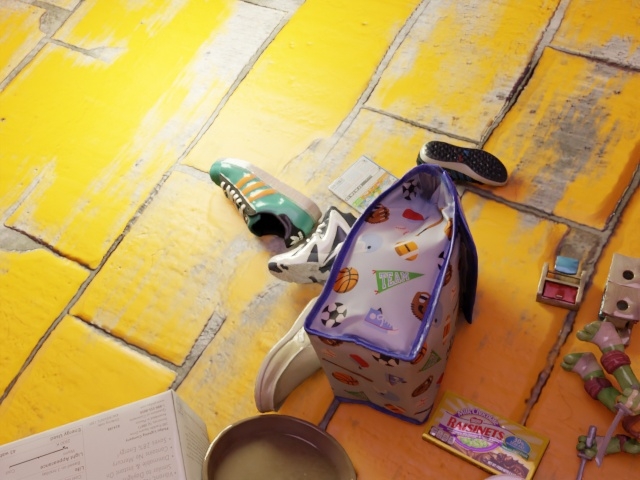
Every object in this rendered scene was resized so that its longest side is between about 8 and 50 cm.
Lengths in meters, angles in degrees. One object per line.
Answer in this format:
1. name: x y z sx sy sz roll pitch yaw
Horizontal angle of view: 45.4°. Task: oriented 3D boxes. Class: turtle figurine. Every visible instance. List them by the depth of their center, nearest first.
1. turtle figurine: 0.477 0.285 1.289 0.275 0.197 0.266 -27 46 8

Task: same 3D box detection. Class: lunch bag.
1. lunch bag: 0.162 0.095 1.408 0.239 0.327 0.385 14 61 18

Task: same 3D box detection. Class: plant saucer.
1. plant saucer: -0.073 0.426 1.364 0.278 0.041 0.277 8 34 -6

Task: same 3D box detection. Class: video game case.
1. video game case: 0.115 -0.113 1.730 0.119 0.015 0.166 -43 59 -14

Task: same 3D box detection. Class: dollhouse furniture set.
1. dollhouse furniture set: 0.502 0.102 1.438 0.184 0.129 0.128 13 63 19

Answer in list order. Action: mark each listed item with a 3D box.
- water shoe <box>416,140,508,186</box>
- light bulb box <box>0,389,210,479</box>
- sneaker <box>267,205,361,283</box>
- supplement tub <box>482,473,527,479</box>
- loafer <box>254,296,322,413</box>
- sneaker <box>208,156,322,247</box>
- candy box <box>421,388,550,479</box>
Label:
1. water shoe: 0.311 -0.164 1.684 0.203 0.080 0.072 20 67 -4
2. light bulb box: -0.361 0.510 1.342 0.358 0.225 0.360 -18 58 1
3. sneaker: 0.000 0.000 1.644 0.235 0.094 0.153 -12 56 6
4. supplement tub: 0.300 0.460 1.227 0.145 0.199 0.144 -6 59 10
5. loafer: -0.035 0.228 1.504 0.092 0.102 0.268 20 62 26
6. sneaker: -0.150 -0.086 1.723 0.302 0.108 0.121 28 65 25
7. candy box: 0.299 0.361 1.392 0.206 0.027 0.105 23 64 24
